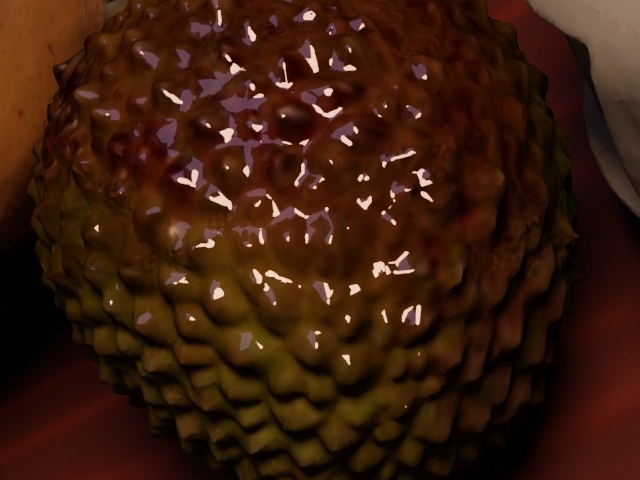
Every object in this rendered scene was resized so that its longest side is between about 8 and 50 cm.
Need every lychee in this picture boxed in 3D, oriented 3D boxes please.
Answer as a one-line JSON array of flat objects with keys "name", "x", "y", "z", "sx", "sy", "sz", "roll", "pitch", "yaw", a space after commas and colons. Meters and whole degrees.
[{"name": "lychee", "x": 0.000, "y": 0.000, "z": 0.481, "sx": 0.171, "sy": 0.171, "sz": 0.171, "roll": -20, "pitch": 41, "yaw": 18}]

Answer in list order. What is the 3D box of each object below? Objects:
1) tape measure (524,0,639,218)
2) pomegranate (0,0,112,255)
[{"name": "tape measure", "x": 0.170, "y": -0.094, "z": 0.475, "sx": 0.243, "sy": 0.125, "sz": 0.246, "roll": -3, "pitch": 46, "yaw": 37}, {"name": "pomegranate", "x": -0.154, "y": -0.075, "z": 0.552, "sx": 0.196, "sy": 0.196, "sz": 0.196, "roll": -20, "pitch": 41, "yaw": 18}]
